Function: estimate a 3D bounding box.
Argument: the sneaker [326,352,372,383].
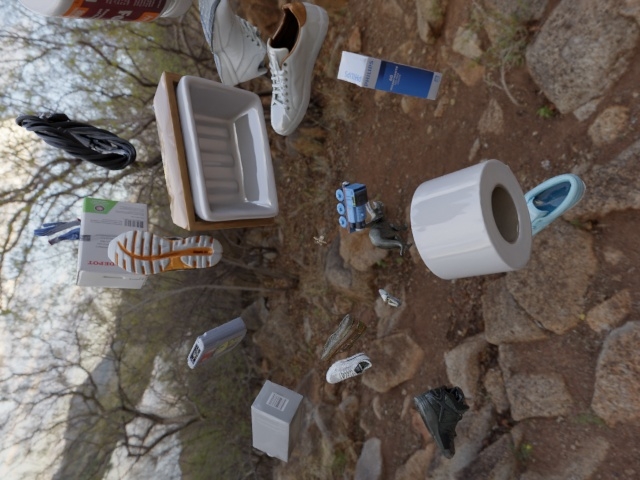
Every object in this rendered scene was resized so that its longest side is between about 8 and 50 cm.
[{"bbox_3d":[0.139,0.632,2.121,0.235,0.090,0.095,-28,16,-9],"label":"sneaker"}]

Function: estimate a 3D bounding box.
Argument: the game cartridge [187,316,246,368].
[{"bbox_3d":[-0.383,0.385,1.625,0.196,0.060,0.294,-25,-17,-35],"label":"game cartridge"}]

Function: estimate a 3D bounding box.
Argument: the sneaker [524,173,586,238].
[{"bbox_3d":[0.624,-0.074,1.323,0.366,0.150,0.135,-47,60,20],"label":"sneaker"}]

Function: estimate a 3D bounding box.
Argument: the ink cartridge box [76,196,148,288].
[{"bbox_3d":[-0.671,0.011,1.405,0.115,0.198,0.273,-46,47,45],"label":"ink cartridge box"}]

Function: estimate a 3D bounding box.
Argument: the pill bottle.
[{"bbox_3d":[-0.494,-0.638,1.016,0.392,0.224,0.224,-39,-16,-55],"label":"pill bottle"}]

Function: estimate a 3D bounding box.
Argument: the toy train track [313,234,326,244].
[{"bbox_3d":[0.000,0.000,1.430,0.083,0.048,0.014,120,173,-74],"label":"toy train track"}]

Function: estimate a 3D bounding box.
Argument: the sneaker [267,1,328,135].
[{"bbox_3d":[-0.084,-0.378,0.968,0.106,0.123,0.290,38,124,32],"label":"sneaker"}]

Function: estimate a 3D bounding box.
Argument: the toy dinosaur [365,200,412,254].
[{"bbox_3d":[0.230,-0.013,1.527,0.314,0.160,0.121,-86,7,-55],"label":"toy dinosaur"}]

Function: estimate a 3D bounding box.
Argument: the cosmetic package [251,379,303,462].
[{"bbox_3d":[-0.129,0.541,1.287,0.107,0.127,0.238,-57,-20,-45],"label":"cosmetic package"}]

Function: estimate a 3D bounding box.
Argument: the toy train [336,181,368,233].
[{"bbox_3d":[0.113,-0.112,1.499,0.105,0.080,0.184,20,124,51],"label":"toy train"}]

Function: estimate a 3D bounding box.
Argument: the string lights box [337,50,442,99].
[{"bbox_3d":[0.194,-0.458,1.209,0.133,0.259,0.077,45,129,50],"label":"string lights box"}]

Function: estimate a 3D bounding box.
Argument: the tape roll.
[{"bbox_3d":[0.343,-0.041,0.980,0.169,0.246,0.246,-17,50,45],"label":"tape roll"}]

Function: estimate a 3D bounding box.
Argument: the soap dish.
[{"bbox_3d":[-0.208,-0.165,0.872,0.118,0.228,0.291,-9,90,36],"label":"soap dish"}]

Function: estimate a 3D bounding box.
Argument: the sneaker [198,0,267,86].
[{"bbox_3d":[-0.192,-0.459,0.980,0.297,0.129,0.111,104,151,-84],"label":"sneaker"}]

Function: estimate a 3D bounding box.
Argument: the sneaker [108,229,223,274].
[{"bbox_3d":[-0.303,0.028,0.858,0.083,0.214,0.084,157,117,-77],"label":"sneaker"}]

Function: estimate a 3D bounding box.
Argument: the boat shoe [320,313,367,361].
[{"bbox_3d":[0.100,0.464,1.956,0.307,0.104,0.111,-58,10,38],"label":"boat shoe"}]

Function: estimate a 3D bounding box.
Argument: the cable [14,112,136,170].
[{"bbox_3d":[-0.397,-0.170,0.718,0.047,0.184,0.150,-62,-11,9],"label":"cable"}]

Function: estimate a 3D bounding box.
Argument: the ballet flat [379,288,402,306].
[{"bbox_3d":[0.297,0.253,1.876,0.041,0.114,0.041,-50,-21,-26],"label":"ballet flat"}]

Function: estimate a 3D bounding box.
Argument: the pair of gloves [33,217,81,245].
[{"bbox_3d":[-0.919,-0.029,1.556,0.198,0.159,0.023,116,133,-72],"label":"pair of gloves"}]

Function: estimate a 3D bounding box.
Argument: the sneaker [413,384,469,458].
[{"bbox_3d":[0.339,0.472,1.137,0.130,0.228,0.087,-26,20,-4],"label":"sneaker"}]
